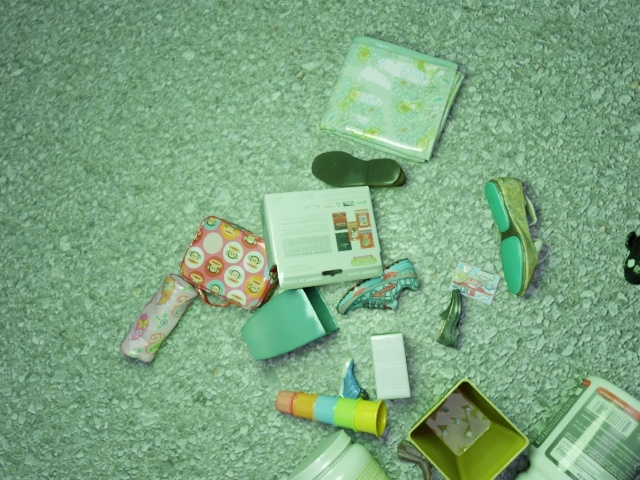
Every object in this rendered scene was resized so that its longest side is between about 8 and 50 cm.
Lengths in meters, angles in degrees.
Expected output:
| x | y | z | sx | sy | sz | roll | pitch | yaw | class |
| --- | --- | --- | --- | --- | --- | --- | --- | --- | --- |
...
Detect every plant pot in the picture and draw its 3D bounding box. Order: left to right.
| x | y | z | sx | sy | sz | roll | pitch | yaw | class |
| --- | --- | --- | --- | --- | --- | --- | --- | --- | --- |
| -0.099 | 0.246 | 1.373 | 0.234 | 0.166 | 0.165 | -31 | 78 | 11 | plant pot |
| 0.376 | 0.502 | 1.242 | 0.212 | 0.187 | 0.212 | -45 | 77 | 0 | plant pot |

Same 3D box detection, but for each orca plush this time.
| x | y | z | sx | sy | sz | roll | pitch | yaw | class |
| --- | --- | --- | --- | --- | --- | --- | --- | --- | --- |
| 0.954 | 0.004 | 1.271 | 0.287 | 0.102 | 0.151 | -34 | 78 | 2 | orca plush |

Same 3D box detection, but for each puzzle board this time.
| x | y | z | sx | sy | sz | roll | pitch | yaw | class |
| --- | --- | --- | --- | --- | --- | --- | --- | --- | --- |
| 0.454 | 0.124 | 1.377 | 0.128 | 0.011 | 0.096 | 20 | 85 | 11 | puzzle board |

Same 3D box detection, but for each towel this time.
| x | y | z | sx | sy | sz | roll | pitch | yaw | class |
| --- | --- | --- | --- | --- | --- | --- | --- | --- | --- |
| 0.220 | -0.440 | 1.458 | 0.375 | 0.090 | 0.320 | 21 | 85 | 11 | towel |

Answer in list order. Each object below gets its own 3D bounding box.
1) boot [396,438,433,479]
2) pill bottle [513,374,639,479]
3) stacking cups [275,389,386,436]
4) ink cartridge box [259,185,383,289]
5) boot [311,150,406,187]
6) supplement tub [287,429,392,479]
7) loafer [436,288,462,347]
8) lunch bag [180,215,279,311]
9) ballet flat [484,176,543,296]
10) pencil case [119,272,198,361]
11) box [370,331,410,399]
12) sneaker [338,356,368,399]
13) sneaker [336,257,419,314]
| x | y | z | sx | sy | sz | roll | pitch | yaw | class |
| --- | --- | --- | --- | --- | --- | --- | --- | --- | --- |
| 0.261 | 0.628 | 1.317 | 0.114 | 0.037 | 0.106 | 19 | 72 | 8 | boot |
| 0.666 | 0.542 | 1.181 | 0.210 | 0.210 | 0.362 | 39 | 90 | 12 | pill bottle |
| 0.021 | 0.481 | 1.314 | 0.317 | 0.096 | 0.095 | -3 | 81 | 25 | stacking cups |
| 0.000 | 0.000 | 1.346 | 0.310 | 0.130 | 0.271 | -6 | 77 | -16 | ink cartridge box |
| 0.115 | -0.203 | 1.441 | 0.306 | 0.115 | 0.112 | 12 | 88 | 29 | boot |
| 0.089 | 0.697 | 1.232 | 0.235 | 0.235 | 0.324 | -41 | 78 | 1 | supplement tub |
| 0.373 | 0.221 | 1.351 | 0.062 | 0.062 | 0.169 | 7 | 81 | 14 | loafer |
| -0.272 | 0.086 | 1.438 | 0.293 | 0.120 | 0.258 | 26 | 87 | 11 | lunch bag |
| 0.567 | -0.020 | 1.335 | 0.123 | 0.123 | 0.348 | -12 | 80 | 7 | ballet flat |
| -0.497 | 0.242 | 1.454 | 0.124 | 0.124 | 0.284 | 34 | 89 | 12 | pencil case |
| 0.197 | 0.348 | 1.322 | 0.091 | 0.130 | 0.170 | -7 | 81 | 7 | box |
| 0.102 | 0.420 | 1.360 | 0.085 | 0.058 | 0.152 | 10 | 87 | 16 | sneaker |
| 0.172 | 0.161 | 1.368 | 0.262 | 0.104 | 0.125 | -31 | 80 | 3 | sneaker |
